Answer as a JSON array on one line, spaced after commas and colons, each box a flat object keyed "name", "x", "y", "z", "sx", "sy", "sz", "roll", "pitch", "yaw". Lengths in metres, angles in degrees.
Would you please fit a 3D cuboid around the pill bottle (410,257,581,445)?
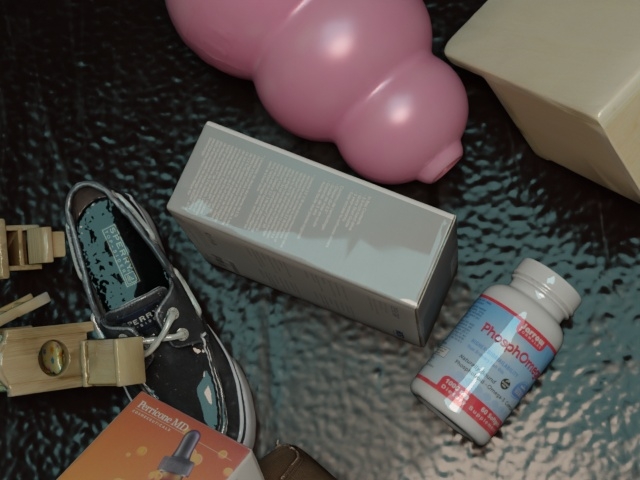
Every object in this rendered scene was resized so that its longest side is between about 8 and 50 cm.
[{"name": "pill bottle", "x": 0.160, "y": 0.097, "z": 1.117, "sx": 0.087, "sy": 0.087, "sz": 0.160, "roll": 37, "pitch": 83, "yaw": 14}]

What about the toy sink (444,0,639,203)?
[{"name": "toy sink", "x": 0.251, "y": -0.152, "z": 1.128, "sx": 0.153, "sy": 0.131, "sz": 0.234, "roll": -46, "pitch": 36, "yaw": -7}]

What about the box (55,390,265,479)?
[{"name": "box", "x": -0.143, "y": 0.229, "z": 1.007, "sx": 0.130, "sy": 0.091, "sz": 0.170, "roll": 21, "pitch": 54, "yaw": 33}]

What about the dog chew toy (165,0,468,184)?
[{"name": "dog chew toy", "x": 0.006, "y": -0.187, "z": 1.158, "sx": 0.206, "sy": 0.206, "sz": 0.332, "roll": -40, "pitch": 83, "yaw": -4}]

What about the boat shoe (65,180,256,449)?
[{"name": "boat shoe", "x": -0.155, "y": 0.077, "z": 1.153, "sx": 0.108, "sy": 0.102, "sz": 0.301, "roll": -25, "pitch": 74, "yaw": 0}]

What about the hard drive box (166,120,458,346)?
[{"name": "hard drive box", "x": 0.000, "y": 0.000, "z": 1.114, "sx": 0.232, "sy": 0.181, "sz": 0.089, "roll": 22, "pitch": 79, "yaw": 11}]

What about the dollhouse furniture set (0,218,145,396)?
[{"name": "dollhouse furniture set", "x": -0.257, "y": 0.054, "z": 1.111, "sx": 0.182, "sy": 0.101, "sz": 0.161, "roll": -8, "pitch": 87, "yaw": 44}]

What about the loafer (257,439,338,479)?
[{"name": "loafer", "x": -0.134, "y": 0.298, "z": 1.100, "sx": 0.366, "sy": 0.134, "sz": 0.130, "roll": -24, "pitch": 46, "yaw": -7}]
